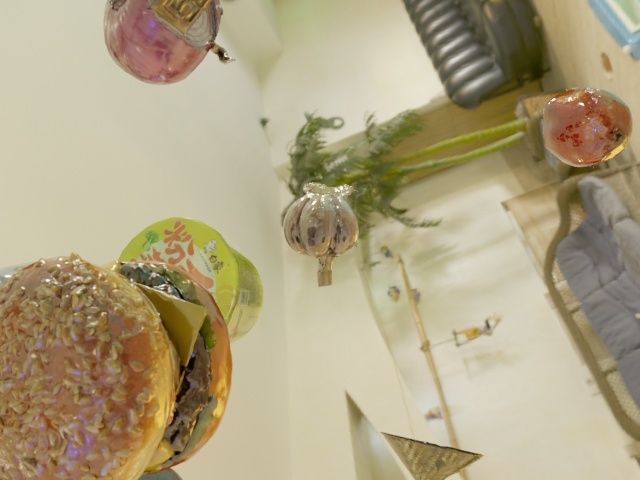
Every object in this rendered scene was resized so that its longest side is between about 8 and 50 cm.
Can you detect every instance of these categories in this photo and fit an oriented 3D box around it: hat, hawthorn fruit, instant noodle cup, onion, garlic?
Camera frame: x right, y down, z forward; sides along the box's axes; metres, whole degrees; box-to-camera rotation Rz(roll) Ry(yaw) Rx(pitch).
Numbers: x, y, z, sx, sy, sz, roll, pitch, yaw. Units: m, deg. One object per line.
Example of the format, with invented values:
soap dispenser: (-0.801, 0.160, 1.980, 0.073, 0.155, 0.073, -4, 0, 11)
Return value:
hat: (0.150, 0.316, 0.809, 0.146, 0.146, 0.067, 47, -128, -61)
hawthorn fruit: (0.543, -0.230, 1.169, 0.169, 0.169, 0.188, 65, 172, -20)
instant noodle cup: (-0.276, 0.118, 1.288, 0.221, 0.311, 0.312, 32, -141, -70)
onion: (-0.263, -0.353, 0.938, 0.200, 0.200, 0.208, -33, -71, -78)
garlic: (0.000, 0.000, 1.025, 0.127, 0.131, 0.194, -76, -6, -63)

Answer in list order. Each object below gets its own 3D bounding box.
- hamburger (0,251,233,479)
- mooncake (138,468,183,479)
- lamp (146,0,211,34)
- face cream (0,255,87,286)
hamburger: (-0.251, 0.153, 0.652, 0.225, 0.290, 0.291, 16, -127, -67)
mooncake: (-0.258, 0.478, 0.825, 0.306, 0.154, 0.306, 50, -167, -16)
lamp: (-0.247, -0.360, 0.609, 0.325, 0.090, 0.089, 43, -173, 5)
face cream: (-0.631, 0.092, 1.250, 0.291, 0.143, 0.071, -17, -60, -60)
